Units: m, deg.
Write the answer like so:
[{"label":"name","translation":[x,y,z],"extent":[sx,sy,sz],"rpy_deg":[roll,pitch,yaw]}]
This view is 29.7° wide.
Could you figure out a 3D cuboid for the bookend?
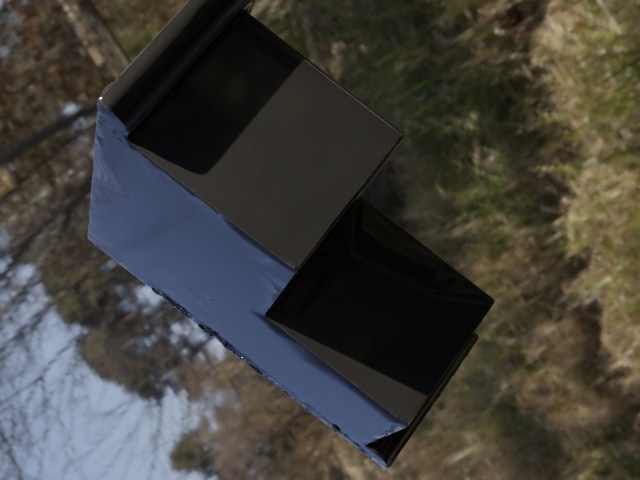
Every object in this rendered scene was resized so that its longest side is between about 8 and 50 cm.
[{"label":"bookend","translation":[0.000,0.000,0.434],"extent":[0.156,0.072,0.157],"rpy_deg":[38,161,1]}]
